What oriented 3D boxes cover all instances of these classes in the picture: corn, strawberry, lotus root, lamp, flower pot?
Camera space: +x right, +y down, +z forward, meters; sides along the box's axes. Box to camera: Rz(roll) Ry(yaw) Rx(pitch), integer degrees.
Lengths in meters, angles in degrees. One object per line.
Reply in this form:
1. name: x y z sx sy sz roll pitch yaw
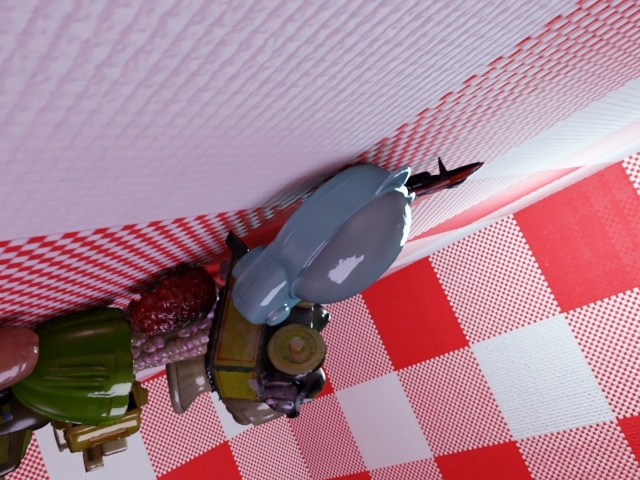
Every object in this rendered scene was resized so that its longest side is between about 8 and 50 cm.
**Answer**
1. corn: -0.306 0.173 0.996 0.335 0.126 0.126 -22 171 2
2. strawberry: -0.224 0.096 0.870 0.145 0.086 0.145 -21 171 -3
3. lotus root: -0.383 0.188 0.820 0.186 0.186 0.186 -23 171 -4
4. lamp: 0.007 0.010 0.746 0.284 0.147 0.209 -25 163 6
5. flower pot: -0.202 0.252 1.215 0.244 0.307 0.307 -6 168 -8

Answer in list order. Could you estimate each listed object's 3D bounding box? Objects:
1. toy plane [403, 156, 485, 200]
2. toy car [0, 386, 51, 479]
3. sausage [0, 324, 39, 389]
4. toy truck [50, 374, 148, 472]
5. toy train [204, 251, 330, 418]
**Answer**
1. toy plane: 0.159 -0.086 0.866 0.189 0.061 0.130 -31 168 19
2. toy car: -0.585 0.335 0.965 0.248 0.198 0.204 -19 169 -32
3. sausage: -0.483 0.172 0.655 0.289 0.086 0.086 -19 169 -33
4. toy truck: -0.509 0.374 1.242 0.181 0.253 0.405 -12 163 -32
5. toy train: -0.074 0.138 0.860 0.178 0.260 0.134 3 141 1
